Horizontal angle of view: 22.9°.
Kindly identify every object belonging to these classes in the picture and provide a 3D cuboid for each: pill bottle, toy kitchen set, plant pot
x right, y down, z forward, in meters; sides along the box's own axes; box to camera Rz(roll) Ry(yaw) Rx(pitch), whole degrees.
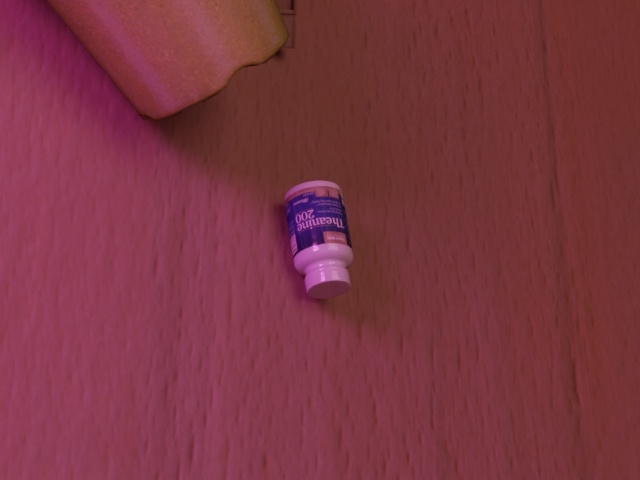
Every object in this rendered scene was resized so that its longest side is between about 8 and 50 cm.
[{"bbox_3d":[0.000,0.000,1.745,0.067,0.067,0.120,12,57,-39],"label":"pill bottle"},{"bbox_3d":[-0.064,-0.276,1.892,0.068,0.075,0.083,2,19,-4],"label":"toy kitchen set"},{"bbox_3d":[-0.169,-0.273,1.634,0.254,0.276,0.276,59,39,-16],"label":"plant pot"}]
